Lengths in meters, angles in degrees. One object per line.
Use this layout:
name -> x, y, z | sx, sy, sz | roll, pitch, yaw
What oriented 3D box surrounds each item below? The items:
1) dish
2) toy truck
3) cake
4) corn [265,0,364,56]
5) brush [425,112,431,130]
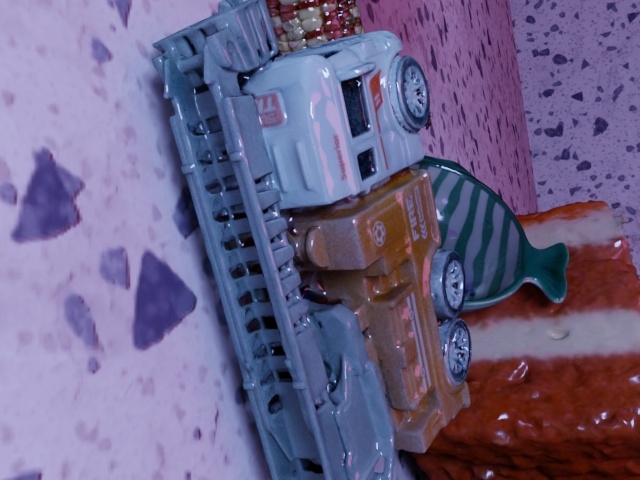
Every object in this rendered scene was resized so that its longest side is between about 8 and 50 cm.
dish -> 0.126, 0.013, 0.654 | 0.078, 0.246, 0.224 | 107, 6, -47
toy truck -> 0.000, 0.000, 0.436 | 0.184, 0.133, 0.338 | -33, 114, -53
cake -> 0.245, 0.152, 0.731 | 0.269, 0.270, 0.319 | 61, 31, -37
corn -> -0.009, -0.199, 0.541 | 0.086, 0.086, 0.253 | -60, 137, -54
brush -> 0.106, -0.156, 0.823 | 0.248, 0.036, 0.043 | -31, 106, -63
